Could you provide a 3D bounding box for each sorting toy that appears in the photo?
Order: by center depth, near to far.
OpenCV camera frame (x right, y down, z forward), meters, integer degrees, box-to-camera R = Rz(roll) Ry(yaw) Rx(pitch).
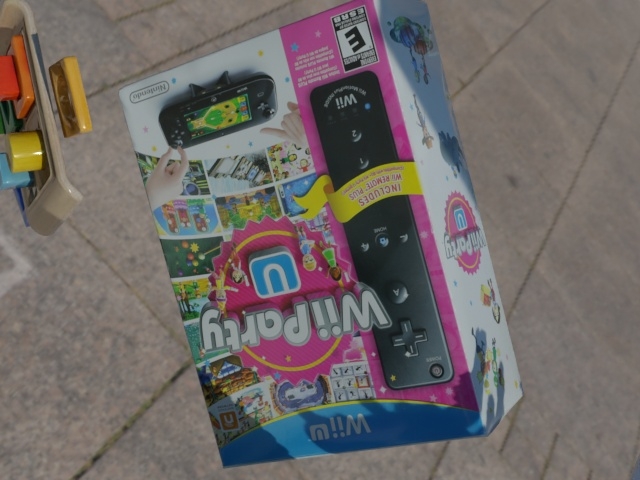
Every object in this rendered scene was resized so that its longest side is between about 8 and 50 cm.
[{"bbox_3d":[-0.290,-0.109,0.917,0.047,0.347,0.196,-15,85,-28],"label":"sorting toy"}]

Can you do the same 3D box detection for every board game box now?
[{"bbox_3d":[0.000,0.000,0.715,0.097,0.223,0.304,-21,96,-62],"label":"board game box"}]

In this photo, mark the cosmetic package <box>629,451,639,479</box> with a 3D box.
[{"bbox_3d":[0.439,0.330,0.835,0.197,0.365,0.155,-49,143,-45],"label":"cosmetic package"}]
